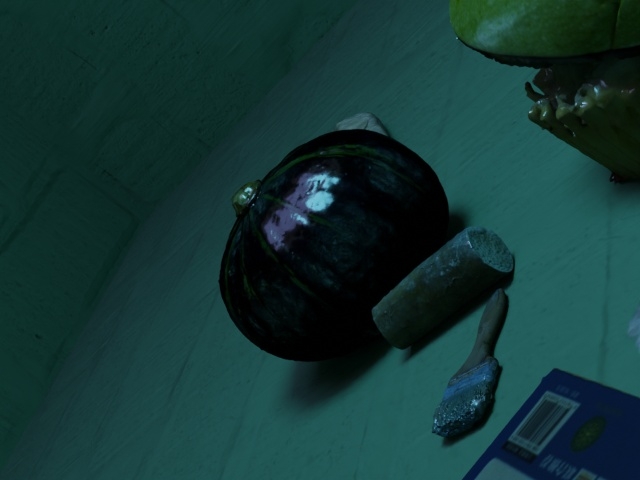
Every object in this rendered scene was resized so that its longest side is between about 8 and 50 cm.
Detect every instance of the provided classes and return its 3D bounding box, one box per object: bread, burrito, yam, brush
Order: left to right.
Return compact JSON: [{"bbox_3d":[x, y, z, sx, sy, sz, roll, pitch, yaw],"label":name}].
[{"bbox_3d":[0.073,-0.176,2.126,0.082,0.059,0.275,-35,15,4],"label":"burrito"},{"bbox_3d":[0.130,0.050,1.344,0.169,0.068,0.068,-40,18,35],"label":"yam"},{"bbox_3d":[0.154,0.110,1.203,0.070,0.021,0.196,-36,20,41],"label":"brush"},{"bbox_3d":[0.321,-0.189,1.190,0.274,0.149,0.274,-43,22,22],"label":"bread"}]

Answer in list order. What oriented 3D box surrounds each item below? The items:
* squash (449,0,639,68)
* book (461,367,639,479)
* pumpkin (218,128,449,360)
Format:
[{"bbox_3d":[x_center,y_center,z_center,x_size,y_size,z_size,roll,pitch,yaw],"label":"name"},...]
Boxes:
[{"bbox_3d":[0.247,-0.256,1.139,0.234,0.210,0.309,-59,6,-25],"label":"squash"},{"bbox_3d":[0.096,0.279,0.858,0.428,0.039,0.300,-50,12,-6],"label":"book"},{"bbox_3d":[0.000,0.000,1.535,0.315,0.238,0.315,-50,16,20],"label":"pumpkin"}]
